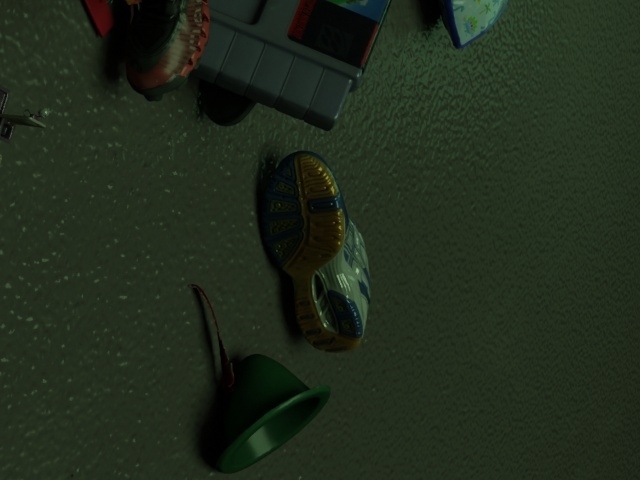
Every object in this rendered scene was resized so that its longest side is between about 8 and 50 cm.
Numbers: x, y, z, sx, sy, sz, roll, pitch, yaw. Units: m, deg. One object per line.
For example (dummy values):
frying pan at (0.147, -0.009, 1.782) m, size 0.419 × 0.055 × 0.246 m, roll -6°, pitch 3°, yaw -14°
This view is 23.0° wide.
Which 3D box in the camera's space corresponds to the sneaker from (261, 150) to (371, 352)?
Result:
sneaker at (0.000, 0.000, 2.092) m, size 0.131 × 0.111 × 0.297 m, roll -64°, pitch 149°, yaw -55°

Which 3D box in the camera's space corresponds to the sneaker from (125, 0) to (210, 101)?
sneaker at (-0.169, -0.295, 1.729) m, size 0.135 × 0.097 × 0.276 m, roll 43°, pitch 59°, yaw -64°

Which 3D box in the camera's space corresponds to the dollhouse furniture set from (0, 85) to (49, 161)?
dollhouse furniture set at (-0.329, -0.123, 1.550) m, size 0.114 × 0.081 × 0.091 m, roll 30°, pitch 72°, yaw -55°

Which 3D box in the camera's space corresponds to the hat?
hat at (-0.103, 0.169, 2.024) m, size 0.173 × 0.183 × 0.208 m, roll -18°, pitch 154°, yaw -47°

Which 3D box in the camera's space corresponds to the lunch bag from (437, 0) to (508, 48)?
lunch bag at (0.213, -0.374, 2.312) m, size 0.151 × 0.096 × 0.129 m, roll -62°, pitch 144°, yaw -43°

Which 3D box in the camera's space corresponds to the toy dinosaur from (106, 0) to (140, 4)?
toy dinosaur at (-0.215, -0.294, 1.683) m, size 0.090 × 0.082 × 0.047 m, roll -51°, pitch 176°, yaw 13°

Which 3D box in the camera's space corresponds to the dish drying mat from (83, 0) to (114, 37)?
dish drying mat at (-0.247, -0.263, 1.711) m, size 0.032 × 0.008 × 0.083 m, roll -58°, pitch 140°, yaw -38°

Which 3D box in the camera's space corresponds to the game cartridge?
game cartridge at (-0.021, -0.326, 1.861) m, size 0.068 × 0.230 × 0.355 m, roll 111°, pitch 0°, yaw -72°

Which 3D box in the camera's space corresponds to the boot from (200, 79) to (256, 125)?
boot at (-0.034, -0.221, 1.981) m, size 0.263 × 0.091 × 0.229 m, roll -65°, pitch 152°, yaw -13°
